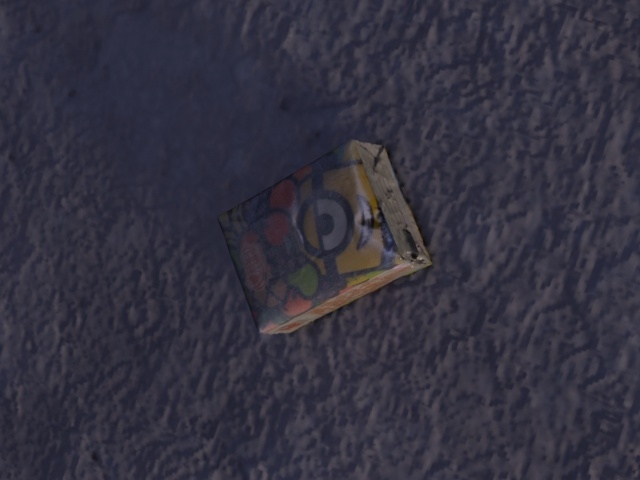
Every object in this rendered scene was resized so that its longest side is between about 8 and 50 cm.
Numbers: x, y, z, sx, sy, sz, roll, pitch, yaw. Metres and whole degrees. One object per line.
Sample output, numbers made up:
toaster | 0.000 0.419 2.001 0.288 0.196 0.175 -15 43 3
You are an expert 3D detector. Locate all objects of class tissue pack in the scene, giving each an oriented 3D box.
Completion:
tissue pack | 0.000 0.000 0.811 0.083 0.035 0.063 -29 75 27
